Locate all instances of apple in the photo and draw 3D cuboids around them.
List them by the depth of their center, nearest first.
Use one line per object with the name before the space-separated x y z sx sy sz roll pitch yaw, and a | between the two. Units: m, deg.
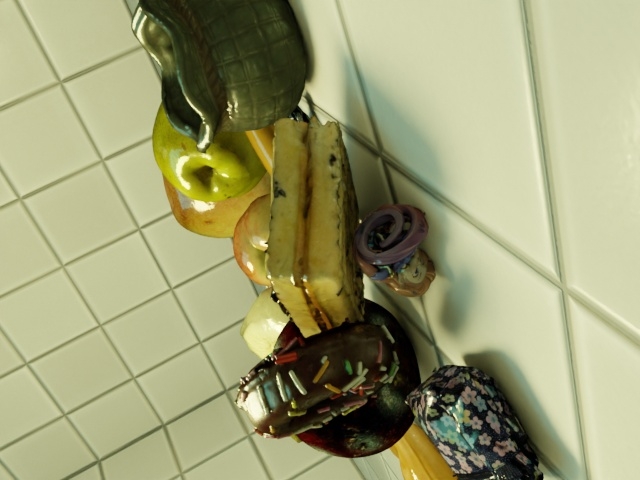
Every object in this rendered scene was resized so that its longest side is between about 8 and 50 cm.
apple | -0.270 -0.155 1.919 0.319 0.277 0.319 60 168 22

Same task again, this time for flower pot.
flower pot | -0.168 -0.306 1.205 0.302 0.213 0.302 55 161 30

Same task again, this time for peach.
peach | -0.095 -0.011 1.701 0.232 0.232 0.232 58 168 20

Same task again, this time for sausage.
sausage | -0.075 -0.186 1.403 0.328 0.112 0.112 61 169 6
sausage | 0.237 0.523 1.651 0.354 0.116 0.134 57 -178 40

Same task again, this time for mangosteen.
mangosteen | 0.038 0.265 1.417 0.330 0.330 0.330 58 168 20

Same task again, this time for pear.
pear | -0.234 -0.229 1.617 0.294 0.294 0.294 58 168 20

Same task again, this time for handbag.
handbag | 0.228 0.283 1.079 0.208 0.127 0.228 54 168 8

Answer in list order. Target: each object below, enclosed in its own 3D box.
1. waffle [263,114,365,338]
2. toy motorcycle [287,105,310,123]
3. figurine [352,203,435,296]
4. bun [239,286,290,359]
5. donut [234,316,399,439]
waffle | -0.001 0.000 1.155 0.376 0.114 0.261 68 -161 -67
toy motorcycle | -0.015 -0.164 1.309 0.173 0.058 0.100 61 175 -2
figurine | 0.105 0.019 1.056 0.157 0.114 0.126 68 -154 -53
bun | -0.012 0.226 1.789 0.364 0.202 0.364 26 153 14
donut | -0.002 0.219 1.136 0.269 0.270 0.103 86 158 -64
